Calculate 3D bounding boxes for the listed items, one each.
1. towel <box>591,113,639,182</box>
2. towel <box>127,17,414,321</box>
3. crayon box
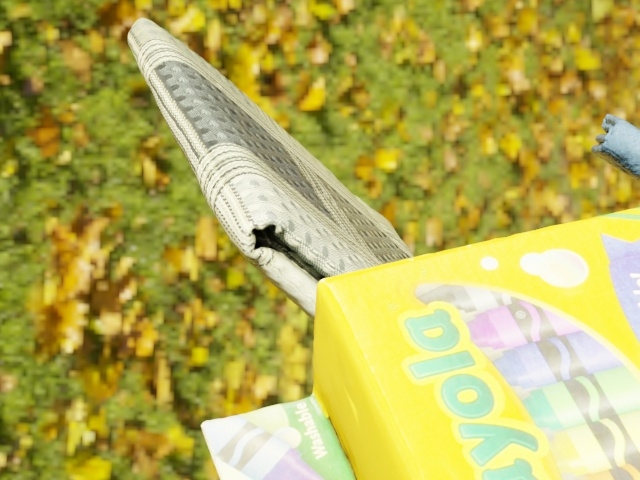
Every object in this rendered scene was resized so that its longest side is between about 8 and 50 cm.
[{"bbox_3d":[0.230,-0.038,0.966,0.029,0.119,0.067,-58,180,7],"label":"towel"},{"bbox_3d":[0.000,0.000,1.096,0.324,0.056,0.312,39,10,-37],"label":"towel"},{"bbox_3d":[0.132,0.087,0.606,0.083,0.323,0.203,92,-21,-46],"label":"crayon box"}]
